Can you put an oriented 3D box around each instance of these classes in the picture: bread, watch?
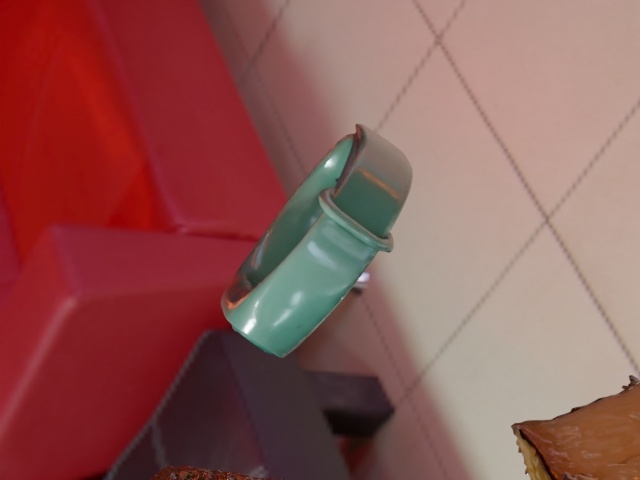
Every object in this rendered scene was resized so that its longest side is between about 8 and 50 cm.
[{"bbox_3d":[0.306,0.197,1.134,0.315,0.248,0.279,96,155,-59],"label":"bread"},{"bbox_3d":[0.000,0.000,1.091,0.195,0.068,0.237,-52,7,3],"label":"watch"}]

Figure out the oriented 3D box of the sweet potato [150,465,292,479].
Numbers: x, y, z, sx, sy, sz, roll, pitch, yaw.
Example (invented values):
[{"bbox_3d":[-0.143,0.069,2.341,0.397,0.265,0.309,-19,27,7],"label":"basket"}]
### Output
[{"bbox_3d":[-0.021,0.136,0.623,0.060,0.205,0.068,-74,-12,-65],"label":"sweet potato"}]
